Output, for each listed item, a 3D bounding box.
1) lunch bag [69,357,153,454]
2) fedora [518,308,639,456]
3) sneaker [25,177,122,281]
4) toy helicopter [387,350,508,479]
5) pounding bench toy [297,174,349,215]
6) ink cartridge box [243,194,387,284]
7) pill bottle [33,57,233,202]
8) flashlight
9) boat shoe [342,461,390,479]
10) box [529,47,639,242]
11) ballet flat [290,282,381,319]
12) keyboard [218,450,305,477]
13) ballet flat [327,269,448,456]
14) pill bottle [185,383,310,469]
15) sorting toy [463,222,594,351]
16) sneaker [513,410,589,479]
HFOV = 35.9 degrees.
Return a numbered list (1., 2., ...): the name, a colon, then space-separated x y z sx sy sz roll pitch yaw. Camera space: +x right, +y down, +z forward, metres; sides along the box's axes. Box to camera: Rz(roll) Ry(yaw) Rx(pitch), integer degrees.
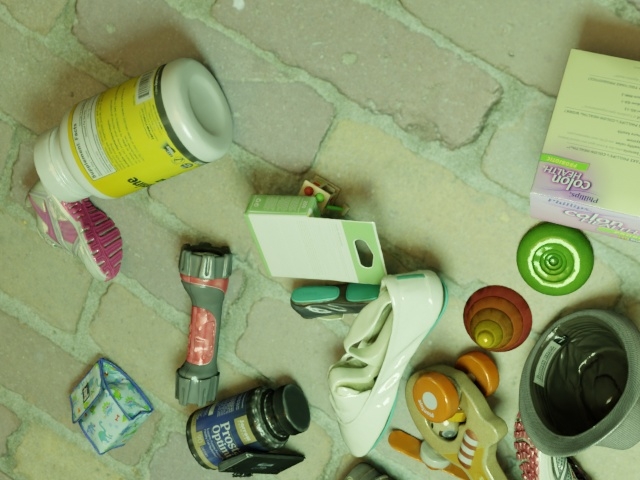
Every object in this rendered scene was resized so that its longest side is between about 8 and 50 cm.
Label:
1. lunch bag: -0.432 0.331 1.989 0.129 0.096 0.151 -48 70 26
2. fedora: 0.441 0.242 1.572 0.124 0.275 0.244 34 109 -26
3. sneaker: -0.479 -0.023 1.915 0.111 0.103 0.252 -35 83 28
4. toy helicopter: 0.257 0.383 1.712 0.355 0.140 0.235 58 139 14
5. pounding bench toy: 0.006 -0.068 1.736 0.083 0.065 0.052 31 112 10
6. ink cartridge box: 0.000 0.000 1.717 0.235 0.056 0.171 2 139 18
7. pill bottle: -0.339 -0.184 1.768 0.334 0.188 0.188 -18 97 24
8. flashlight: -0.227 0.160 1.855 0.103 0.103 0.304 4 102 -16
9. boat shoe: 0.023 0.553 1.872 0.355 0.132 0.130 -50 62 21
10. box: 0.447 -0.136 1.473 0.213 0.117 0.243 14 75 16
11. ballet flat: 0.047 0.111 1.772 0.203 0.074 0.074 -6 101 15
12. keyboard: -0.118 0.419 1.853 0.108 0.180 0.023 -32 61 25
13. ballet flat: 0.085 0.210 1.719 0.139 0.139 0.400 30 119 11
14. pill bottle: -0.134 0.347 1.863 0.219 0.123 0.123 -24 94 24
15. sorting toy: 0.358 0.062 1.609 0.127 0.126 0.365 42 114 6
16. sneaker: 0.409 0.409 1.697 0.112 0.121 0.299 -14 99 -6
